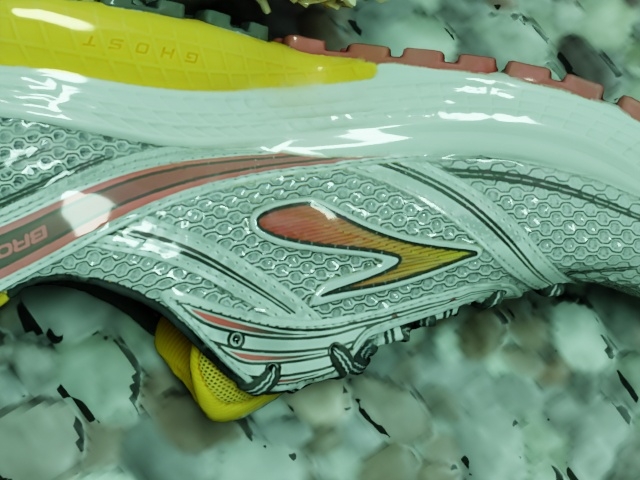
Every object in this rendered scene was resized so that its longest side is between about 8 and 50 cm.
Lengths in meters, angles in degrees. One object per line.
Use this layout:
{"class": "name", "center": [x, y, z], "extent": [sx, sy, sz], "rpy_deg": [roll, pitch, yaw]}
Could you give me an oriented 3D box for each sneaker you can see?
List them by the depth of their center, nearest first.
{"class": "sneaker", "center": [0.000, 0.000, 0.477], "extent": [0.225, 0.088, 0.092], "rpy_deg": [7, 85, -11]}

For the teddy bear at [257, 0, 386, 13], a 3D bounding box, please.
{"class": "teddy bear", "center": [-0.076, -0.185, 0.509], "extent": [0.338, 0.113, 0.245], "rpy_deg": [32, 52, 0]}
